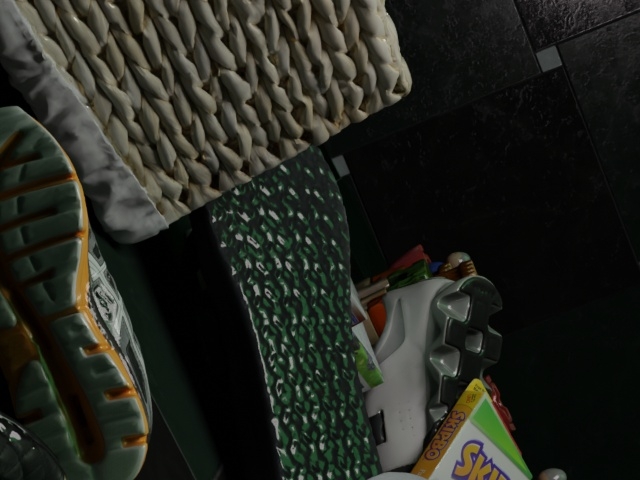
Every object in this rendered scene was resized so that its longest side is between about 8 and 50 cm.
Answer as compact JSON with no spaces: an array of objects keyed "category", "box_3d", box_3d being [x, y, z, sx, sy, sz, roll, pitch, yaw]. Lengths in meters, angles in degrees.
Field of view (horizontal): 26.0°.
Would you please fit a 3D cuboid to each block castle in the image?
[{"category":"block castle","box_3d":[0.150,0.183,1.739,0.303,0.212,0.453,62,8,-7]}]

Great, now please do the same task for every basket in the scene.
[{"category":"basket","box_3d":[-0.123,-0.240,1.033,0.331,0.266,0.328,66,1,-52]}]

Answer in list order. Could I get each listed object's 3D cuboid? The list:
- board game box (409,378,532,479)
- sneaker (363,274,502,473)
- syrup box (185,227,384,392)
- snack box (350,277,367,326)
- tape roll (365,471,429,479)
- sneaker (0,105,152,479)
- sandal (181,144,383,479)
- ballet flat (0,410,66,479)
[{"category":"board game box","box_3d":[0.125,0.264,1.346,0.259,0.039,0.124,-53,124,-37]},{"category":"sneaker","box_3d":[0.089,0.199,1.434,0.122,0.146,0.331,30,66,-43]},{"category":"syrup box","box_3d":[-0.032,0.066,1.347,0.237,0.093,0.096,55,11,-48]},{"category":"snack box","box_3d":[0.000,0.000,1.339,0.064,0.022,0.178,54,10,-47]},{"category":"tape roll","box_3d":[0.070,0.275,0.973,0.219,0.072,0.219,33,34,-26]},{"category":"sneaker","box_3d":[-0.146,0.033,0.751,0.083,0.084,0.215,23,49,-84]},{"category":"sandal","box_3d":[-0.052,0.077,1.134,0.167,0.107,0.446,17,56,-45]},{"category":"ballet flat","box_3d":[-0.162,0.090,0.599,0.057,0.049,0.173,20,-14,24]}]
